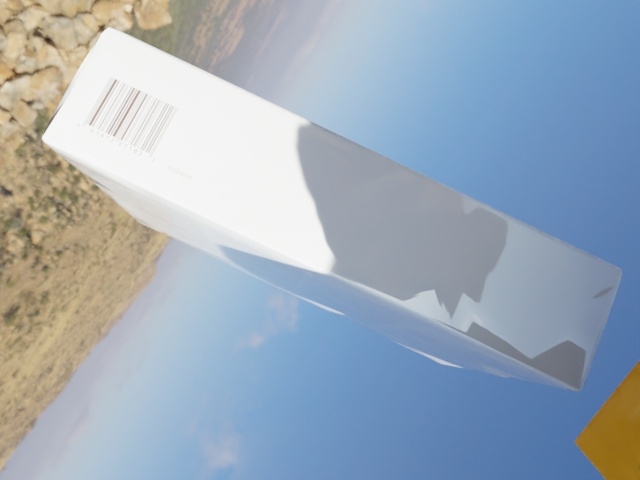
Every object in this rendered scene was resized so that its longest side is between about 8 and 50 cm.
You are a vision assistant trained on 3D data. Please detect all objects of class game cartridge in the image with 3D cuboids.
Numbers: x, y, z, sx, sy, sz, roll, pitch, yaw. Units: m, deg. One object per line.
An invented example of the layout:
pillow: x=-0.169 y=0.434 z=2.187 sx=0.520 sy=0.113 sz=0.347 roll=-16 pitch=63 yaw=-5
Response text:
game cartridge: x=0.670 y=0.371 z=1.063 sx=0.324 sy=0.052 sz=0.285 roll=-61 pitch=-152 yaw=19

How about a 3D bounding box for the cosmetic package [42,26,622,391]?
cosmetic package: x=0.000 y=0.000 z=0.497 sx=0.284 sy=0.377 sz=0.097 roll=124 pitch=-9 yaw=-77
